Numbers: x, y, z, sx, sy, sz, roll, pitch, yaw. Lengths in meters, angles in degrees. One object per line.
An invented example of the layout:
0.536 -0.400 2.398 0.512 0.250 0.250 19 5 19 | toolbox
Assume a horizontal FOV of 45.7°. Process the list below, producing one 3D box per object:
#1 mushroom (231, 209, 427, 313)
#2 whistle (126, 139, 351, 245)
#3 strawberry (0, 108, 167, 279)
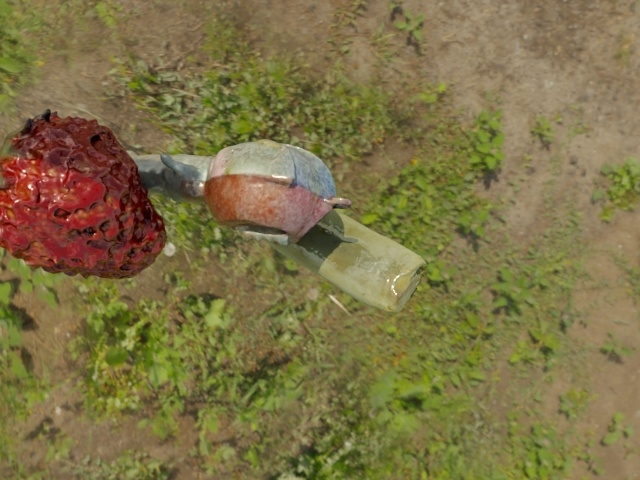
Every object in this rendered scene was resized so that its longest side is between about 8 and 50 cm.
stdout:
0.000 0.000 1.092 0.100 0.312 0.081 -59 159 -7 | mushroom
-0.130 -0.067 0.968 0.346 0.142 0.133 7 98 10 | whistle
-0.253 -0.041 0.873 0.236 0.111 0.190 42 59 -39 | strawberry
